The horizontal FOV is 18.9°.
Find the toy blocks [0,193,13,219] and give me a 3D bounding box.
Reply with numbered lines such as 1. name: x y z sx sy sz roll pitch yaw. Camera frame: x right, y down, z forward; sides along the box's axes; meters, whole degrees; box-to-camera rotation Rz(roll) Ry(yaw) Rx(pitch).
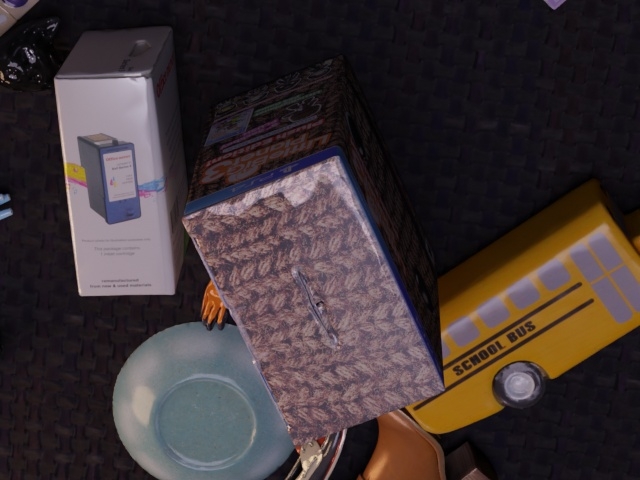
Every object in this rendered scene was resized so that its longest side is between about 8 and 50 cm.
1. toy blocks: -0.379 -0.044 1.831 0.148 0.054 0.123 -19 111 9

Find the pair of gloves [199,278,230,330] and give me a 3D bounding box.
1. pair of gloves: -0.074 0.063 1.883 0.083 0.010 0.074 19 101 -8

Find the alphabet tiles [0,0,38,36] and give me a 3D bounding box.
1. alphabet tiles: -0.322 -0.310 1.714 0.237 0.009 0.198 41 118 -20

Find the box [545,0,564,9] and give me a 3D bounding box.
1. box: 0.304 -0.336 1.686 0.324 0.067 0.063 -40 105 17

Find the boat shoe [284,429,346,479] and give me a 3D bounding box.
1. boat shoe: -0.007 0.218 1.933 0.043 0.049 0.137 20 116 -4

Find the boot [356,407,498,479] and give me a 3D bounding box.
1. boot: 0.064 0.230 1.912 0.152 0.073 0.197 -38 114 16

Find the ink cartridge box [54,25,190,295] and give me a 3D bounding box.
1. ink cartridge box: -0.176 -0.075 1.758 0.093 0.154 0.212 -1 113 4

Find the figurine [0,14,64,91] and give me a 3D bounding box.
1. figurine: -0.337 -0.219 1.728 0.209 0.092 0.215 -6 122 0

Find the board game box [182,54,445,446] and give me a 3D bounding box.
1. board game box: 0.000 0.000 1.710 0.141 0.291 0.232 -21 111 10

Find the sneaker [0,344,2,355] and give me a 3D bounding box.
1. sneaker: -0.455 0.142 1.892 0.270 0.090 0.145 -40 105 12

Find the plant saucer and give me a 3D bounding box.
1. plant saucer: -0.114 0.176 1.923 0.195 0.037 0.195 1 112 2

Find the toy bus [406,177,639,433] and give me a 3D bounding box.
1. toy bus: 0.217 0.053 1.825 0.333 0.108 0.130 -34 106 15
